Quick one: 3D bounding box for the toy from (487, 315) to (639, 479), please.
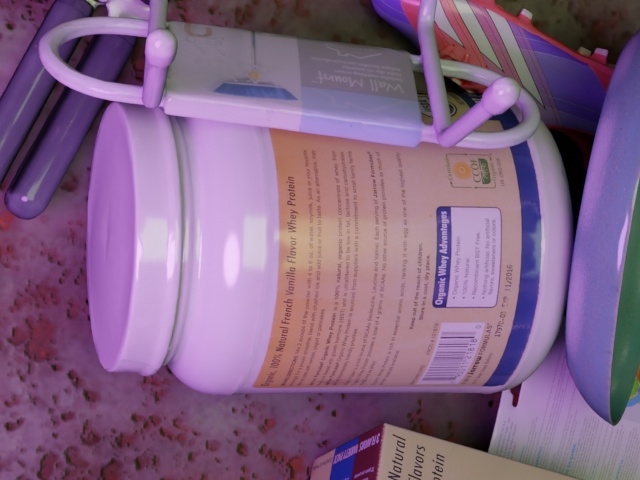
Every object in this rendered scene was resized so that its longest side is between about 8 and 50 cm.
[{"bbox_3d":[0.239,0.148,1.518,0.237,0.056,0.137,17,83,-22],"label":"toy"}]

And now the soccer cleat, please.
[{"bbox_3d":[0.146,-0.134,1.468,0.248,0.083,0.095,21,87,-20],"label":"soccer cleat"}]

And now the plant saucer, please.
[{"bbox_3d":[0.230,-0.022,1.379,0.043,0.317,0.318,11,89,16],"label":"plant saucer"}]

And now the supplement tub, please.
[{"bbox_3d":[0.000,0.000,1.348,0.316,0.228,0.228,1,92,-18],"label":"supplement tub"}]

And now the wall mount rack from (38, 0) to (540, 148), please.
[{"bbox_3d":[-0.008,-0.127,1.204,0.350,0.304,0.131,6,121,-7],"label":"wall mount rack"}]

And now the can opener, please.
[{"bbox_3d":[-0.168,-0.152,1.359,0.076,0.095,0.283,30,77,-15],"label":"can opener"}]

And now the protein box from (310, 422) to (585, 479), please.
[{"bbox_3d":[0.096,0.270,1.404,0.201,0.136,0.200,18,65,-18],"label":"protein box"}]
